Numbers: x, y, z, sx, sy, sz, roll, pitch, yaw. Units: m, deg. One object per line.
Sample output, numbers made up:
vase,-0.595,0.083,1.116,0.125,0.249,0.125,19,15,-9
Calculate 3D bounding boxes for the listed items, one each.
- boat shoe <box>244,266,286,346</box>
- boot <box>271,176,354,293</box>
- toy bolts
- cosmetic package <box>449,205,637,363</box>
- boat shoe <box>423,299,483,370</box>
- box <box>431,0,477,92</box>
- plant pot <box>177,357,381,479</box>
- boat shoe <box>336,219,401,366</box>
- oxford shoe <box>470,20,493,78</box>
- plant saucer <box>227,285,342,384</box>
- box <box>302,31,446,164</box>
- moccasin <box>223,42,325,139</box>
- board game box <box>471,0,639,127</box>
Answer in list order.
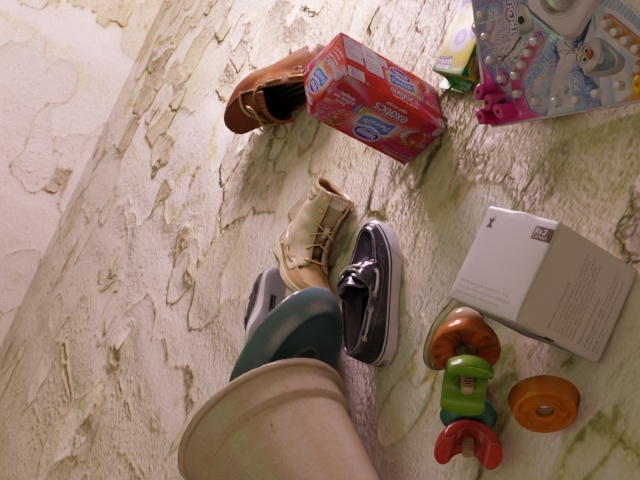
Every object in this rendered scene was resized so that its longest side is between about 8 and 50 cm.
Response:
boat shoe,-0.130,0.167,2.076,0.070,0.078,0.219,-21,48,49
boot,0.000,0.000,1.955,0.203,0.095,0.262,-56,30,19
toy bolts,0.261,0.220,1.408,0.158,0.218,0.228,-80,0,-50
cosmetic package,0.318,0.062,1.342,0.151,0.184,0.151,19,84,59
boat shoe,0.237,0.138,1.548,0.072,0.068,0.190,32,100,46
box,0.280,-0.374,1.793,0.105,0.043,0.179,28,98,58
plant pot,-0.032,0.424,1.584,0.333,0.334,0.305,-57,44,19
boat shoe,0.081,0.088,1.769,0.108,0.102,0.301,-28,50,47
oxford shoe,0.314,-0.420,1.687,0.098,0.097,0.271,-10,67,37
plant saucer,-0.053,0.236,1.734,0.044,0.318,0.317,29,98,30
box,0.103,-0.268,1.794,0.123,0.257,0.128,-40,42,35
moccasin,-0.108,-0.340,2.286,0.380,0.139,0.146,-17,49,41
board game box,0.376,-0.394,1.477,0.390,0.050,0.389,-3,96,52
